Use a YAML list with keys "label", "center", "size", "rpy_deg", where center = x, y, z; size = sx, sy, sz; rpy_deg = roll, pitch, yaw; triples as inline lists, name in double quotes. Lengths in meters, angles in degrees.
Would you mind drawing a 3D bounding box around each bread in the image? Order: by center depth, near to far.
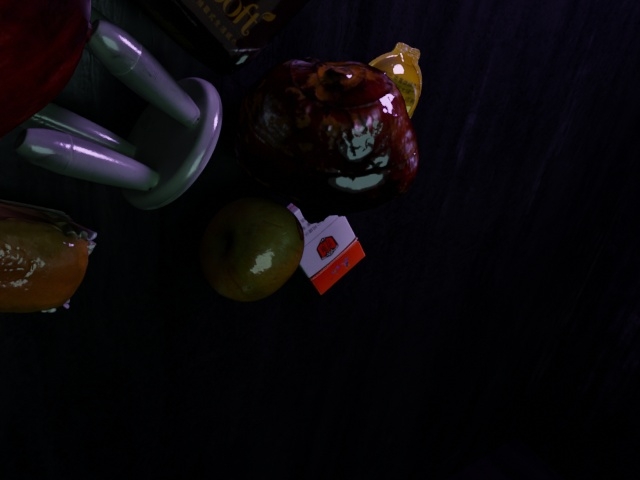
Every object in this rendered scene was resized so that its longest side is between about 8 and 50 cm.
- label: "bread"
  center: [-0.437, 0.020, 0.760]
  size: [0.241, 0.107, 0.136]
  rpy_deg: [13, 108, -46]

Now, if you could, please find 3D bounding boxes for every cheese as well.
- label: "cheese"
  center: [0.104, -0.231, 1.069]
  size: [0.177, 0.069, 0.270]
  rpy_deg: [3, 120, -41]

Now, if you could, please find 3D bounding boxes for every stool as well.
- label: "stool"
  center: [-0.255, -0.165, 0.720]
  size: [0.195, 0.195, 0.199]
  rpy_deg: [-52, 134, 4]

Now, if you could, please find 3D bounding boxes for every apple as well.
- label: "apple"
  center: [-0.113, 0.014, 0.986]
  size: [0.182, 0.182, 0.155]
  rpy_deg: [-56, 146, 8]

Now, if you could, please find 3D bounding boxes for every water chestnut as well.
- label: "water chestnut"
  center: [0.008, -0.151, 0.900]
  size: [0.289, 0.289, 0.244]
  rpy_deg: [1, 89, -41]

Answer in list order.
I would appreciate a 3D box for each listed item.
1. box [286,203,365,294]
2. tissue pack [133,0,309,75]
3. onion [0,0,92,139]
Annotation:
- label: "box"
  center: [0.000, 0.000, 1.176]
  size: [0.139, 0.035, 0.245]
  rpy_deg: [-41, 137, -10]
- label: "tissue pack"
  center: [-0.184, -0.381, 0.613]
  size: [0.198, 0.210, 0.370]
  rpy_deg: [-44, 140, 3]
- label: "onion"
  center: [-0.361, -0.222, 0.482]
  size: [0.342, 0.341, 0.341]
  rpy_deg: [-22, 132, -27]
